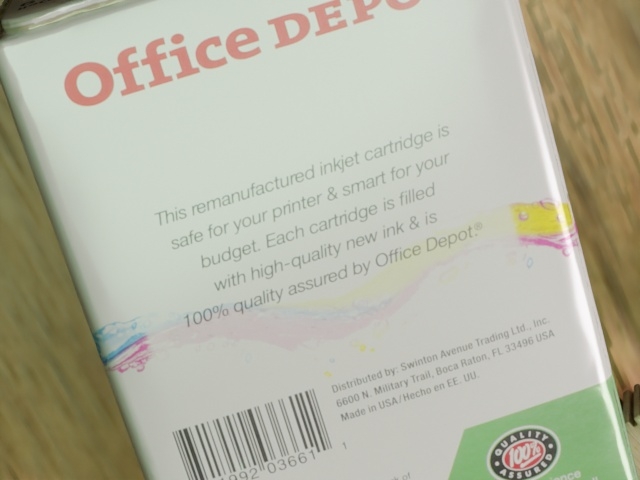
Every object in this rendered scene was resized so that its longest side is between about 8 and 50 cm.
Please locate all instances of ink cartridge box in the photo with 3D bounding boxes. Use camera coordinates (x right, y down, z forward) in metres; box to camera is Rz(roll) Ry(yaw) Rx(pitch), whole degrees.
[{"bbox_3d":[0.000,0.000,0.539,0.154,0.093,0.212,-18,110,-1],"label":"ink cartridge box"}]

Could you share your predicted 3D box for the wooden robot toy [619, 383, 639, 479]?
[{"bbox_3d":[0.154,0.017,0.565,0.079,0.076,0.173,48,128,-9],"label":"wooden robot toy"}]
